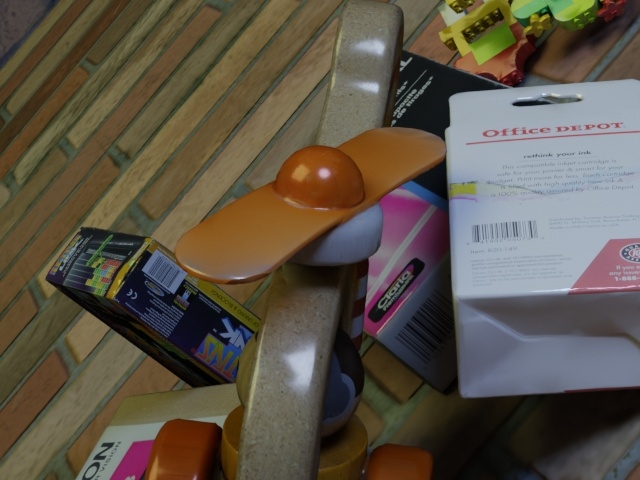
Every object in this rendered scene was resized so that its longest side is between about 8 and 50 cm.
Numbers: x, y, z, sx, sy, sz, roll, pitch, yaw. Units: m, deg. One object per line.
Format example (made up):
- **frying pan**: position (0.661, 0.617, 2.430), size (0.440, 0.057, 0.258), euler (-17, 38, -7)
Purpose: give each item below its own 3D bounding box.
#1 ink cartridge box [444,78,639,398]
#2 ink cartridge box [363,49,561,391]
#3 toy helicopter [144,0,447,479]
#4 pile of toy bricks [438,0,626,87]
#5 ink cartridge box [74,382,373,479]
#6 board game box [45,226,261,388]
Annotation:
- **ink cartridge box**: position (0.124, -0.007, 0.858), size (0.115, 0.067, 0.198), euler (-3, 35, 6)
- **ink cartridge box**: position (0.051, -0.034, 1.113), size (0.175, 0.069, 0.371), euler (-50, 20, -1)
- **toy helicopter**: position (0.000, 0.000, 0.851), size (0.235, 0.140, 0.355), euler (86, -168, -53)
- **pile of toy bricks**: position (0.166, -0.182, 1.100), size (0.212, 0.118, 0.105), euler (-32, 59, 17)
- **ink cartridge box**: position (-0.097, 0.202, 0.977), size (0.193, 0.088, 0.234), euler (-13, 43, 54)
- **board game box**: position (-0.079, 0.060, 1.057), size (0.048, 0.170, 0.141), euler (-57, 23, -13)
